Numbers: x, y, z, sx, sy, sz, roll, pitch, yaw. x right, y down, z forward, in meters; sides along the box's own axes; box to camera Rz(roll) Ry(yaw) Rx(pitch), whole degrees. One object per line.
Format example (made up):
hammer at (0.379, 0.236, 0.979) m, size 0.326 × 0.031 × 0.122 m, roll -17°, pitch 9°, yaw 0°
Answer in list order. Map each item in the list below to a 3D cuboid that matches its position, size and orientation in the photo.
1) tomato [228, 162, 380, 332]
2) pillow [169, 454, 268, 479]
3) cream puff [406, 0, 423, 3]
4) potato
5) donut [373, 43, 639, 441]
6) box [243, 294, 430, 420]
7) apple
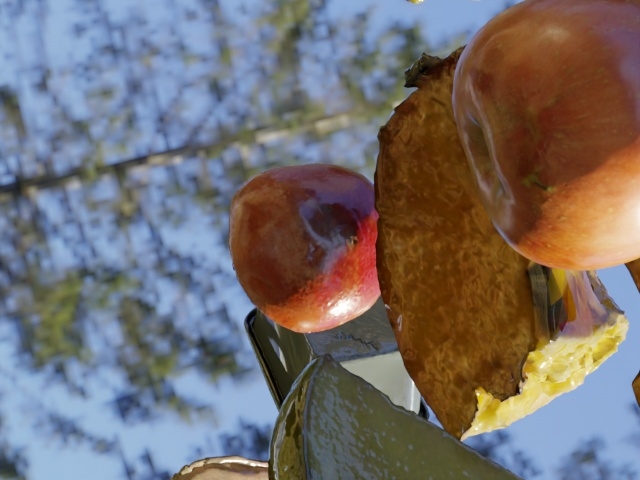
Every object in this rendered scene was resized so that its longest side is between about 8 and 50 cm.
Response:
tomato at (0.000, 0.000, 1.698) m, size 0.069 × 0.155 × 0.155 m, roll -32°, pitch -104°, yaw 64°
pillow at (-0.103, 0.236, 1.533) m, size 0.211 × 0.135 × 0.034 m, roll -49°, pitch -126°, yaw 24°
cream puff at (0.102, -0.290, 1.947) m, size 0.146 × 0.116 × 0.146 m, roll -23°, pitch 90°, yaw -88°
potato at (0.049, 0.200, 1.411) m, size 0.112 × 0.269 × 0.255 m, roll -35°, pitch -85°, yaw 40°
donut at (0.244, 0.001, 1.546) m, size 0.435 × 0.163 × 0.377 m, roll 16°, pitch -58°, yaw 41°
box at (0.021, 0.104, 2.178) m, size 0.243 × 0.163 × 0.135 m, roll -114°, pitch -157°, yaw -43°
apple at (0.155, -0.065, 1.141) m, size 0.163 × 0.139 × 0.163 m, roll 162°, pitch -90°, yaw -84°
